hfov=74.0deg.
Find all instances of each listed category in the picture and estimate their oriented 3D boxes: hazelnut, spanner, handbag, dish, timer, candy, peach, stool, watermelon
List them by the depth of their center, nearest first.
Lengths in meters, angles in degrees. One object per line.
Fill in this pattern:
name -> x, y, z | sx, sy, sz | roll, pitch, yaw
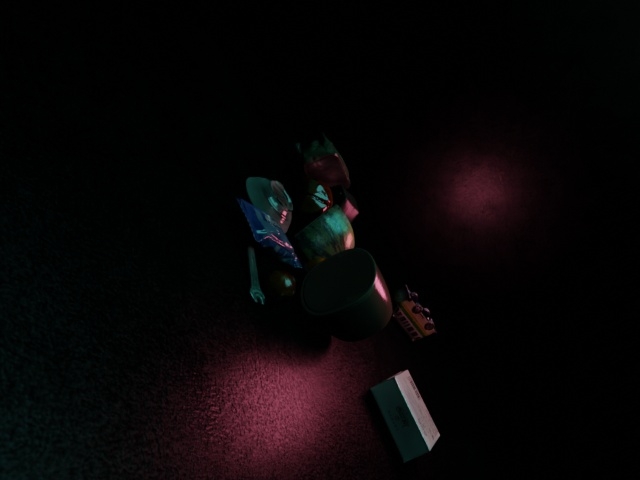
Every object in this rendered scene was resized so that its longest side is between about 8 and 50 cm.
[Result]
spanner -> -0.210, 0.070, 1.296 | 0.071, 0.018, 0.301 | 42, 24, -46
peach -> -0.122, 0.134, 1.301 | 0.100, 0.101, 0.100 | 51, 18, -24
candy -> -0.169, -0.018, 1.449 | 0.187, 0.077, 0.331 | 61, 7, 29
timer -> 0.010, 0.120, 1.649 | 0.136, 0.136, 0.099 | 47, 14, -32
dish -> -0.178, -0.157, 1.666 | 0.260, 0.085, 0.260 | 51, 18, -23
watermelon -> 0.000, 0.000, 1.846 | 0.262, 0.201, 0.212 | -32, 95, -29
hazelnut -> -0.019, -0.171, 1.960 | 0.181, 0.181, 0.211 | 24, 75, -26
stool -> 0.069, -0.159, 2.144 | 0.141, 0.232, 0.232 | 41, 24, -40
handbag -> 0.007, -0.422, 2.363 | 0.340, 0.248, 0.240 | 55, 15, -53

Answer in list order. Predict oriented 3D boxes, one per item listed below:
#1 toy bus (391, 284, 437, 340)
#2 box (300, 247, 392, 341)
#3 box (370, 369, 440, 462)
toy bus -> 0.513, 0.420, 2.430 | 0.305, 0.179, 0.143 | 51, 17, -22
box -> 0.106, 0.201, 1.497 | 0.216, 0.301, 0.300 | 52, 17, -34
box -> 0.321, 0.648, 1.600 | 0.203, 0.116, 0.274 | 18, 44, -64
